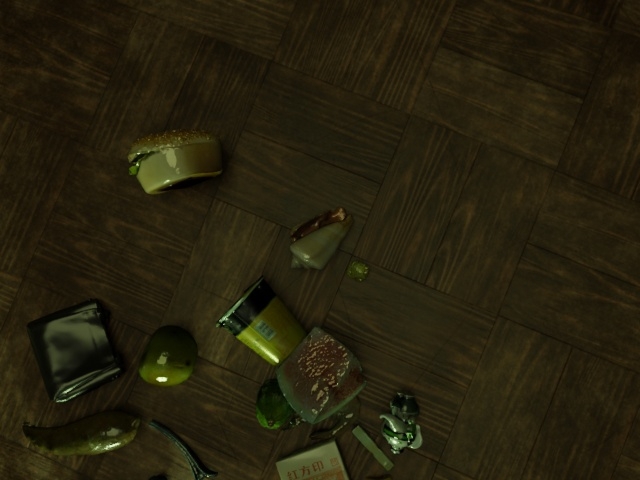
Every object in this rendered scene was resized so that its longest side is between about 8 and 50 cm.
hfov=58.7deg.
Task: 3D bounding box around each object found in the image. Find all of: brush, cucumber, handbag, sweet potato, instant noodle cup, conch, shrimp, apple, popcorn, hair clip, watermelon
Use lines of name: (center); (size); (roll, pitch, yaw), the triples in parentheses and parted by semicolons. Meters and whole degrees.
brush: (0.163, 0.653, 1.797); (0.033, 0.030, 0.178); (-42, 95, -7)
cucumber: (-0.140, 0.510, 1.722); (0.134, 0.244, 0.134); (0, 92, 0)
handbag: (-0.785, 0.354, 1.842); (0.257, 0.113, 0.285); (-23, 78, -4)
sweet potato: (-0.767, 0.620, 1.821); (0.422, 0.130, 0.131); (-9, 85, 12)
instant noodle cup: (-0.173, 0.259, 1.768); (0.236, 0.215, 0.215); (44, 90, -1)
conch: (0.000, 0.008, 1.821); (0.255, 0.127, 0.158); (-32, 53, -20)
shrimp: (0.009, 0.565, 1.797); (0.254, 0.059, 0.145); (-31, 102, -6)
apple: (-0.474, 0.366, 1.784); (0.157, 0.196, 0.196); (23, 88, -24)
popcorn: (0.119, 0.095, 1.823); (0.083, 0.068, 0.060); (2, 57, 40)
hair clip: (-0.447, 0.675, 1.835); (0.083, 0.048, 0.275); (-44, 79, 2)
watermelon: (0.012, 0.393, 1.691); (0.213, 0.261, 0.201); (39, 130, 19)

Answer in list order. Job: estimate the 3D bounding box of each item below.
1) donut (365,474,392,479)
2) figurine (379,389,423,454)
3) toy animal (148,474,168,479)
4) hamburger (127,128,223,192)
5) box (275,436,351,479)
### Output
donut: (0.183, 0.759, 1.786); (0.083, 0.067, 0.038); (-2, 93, 36)
figurine: (0.248, 0.564, 1.755); (0.147, 0.126, 0.192); (9, 94, 40)
toy animal: (-0.637, 0.870, 1.801); (0.343, 0.106, 0.168); (-17, 78, -3)
hamburger: (-0.447, -0.255, 1.774); (0.302, 0.302, 0.170); (-17, 93, 3)
box: (0.017, 0.823, 1.773); (0.204, 0.051, 0.365); (-21, 87, 4)
